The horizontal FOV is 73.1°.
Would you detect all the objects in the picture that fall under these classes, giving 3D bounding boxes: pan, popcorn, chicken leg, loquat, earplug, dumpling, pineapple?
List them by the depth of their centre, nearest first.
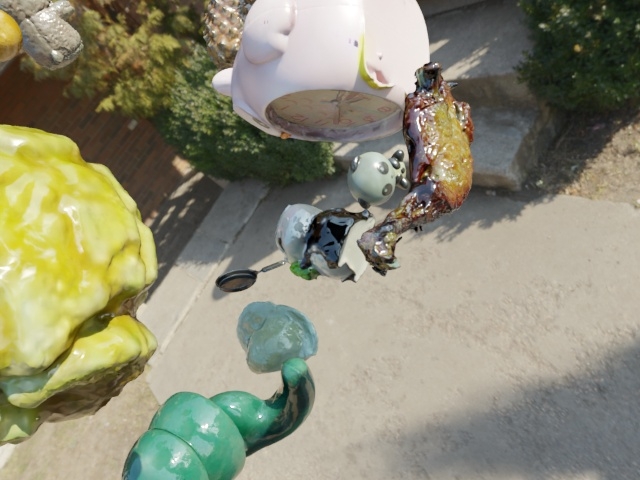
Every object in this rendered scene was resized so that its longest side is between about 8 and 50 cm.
[{"bbox_3d":[-0.282,0.030,0.345,0.282,0.282,0.247,-8,80,42],"label":"popcorn"},{"bbox_3d":[0.104,-0.069,0.427,0.051,0.106,0.253,-14,46,48],"label":"chicken leg"},{"bbox_3d":[-0.149,0.300,0.645,0.257,0.164,0.280,-11,15,37],"label":"earplug"},{"bbox_3d":[-0.218,-0.594,1.072,0.175,0.175,0.361,-15,83,38],"label":"pineapple"},{"bbox_3d":[-0.867,-0.546,1.139,0.141,0.141,0.141,-27,43,28],"label":"loquat"},{"bbox_3d":[-0.222,0.114,1.397,0.235,0.028,0.136,-18,25,-15],"label":"pan"},{"bbox_3d":[-0.151,0.357,1.485,0.320,0.270,0.212,-25,35,6],"label":"dumpling"}]

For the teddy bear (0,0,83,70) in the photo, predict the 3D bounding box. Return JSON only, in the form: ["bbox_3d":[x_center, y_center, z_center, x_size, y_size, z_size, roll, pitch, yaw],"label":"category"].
[{"bbox_3d":[-0.850,-0.648,1.287,0.236,0.267,0.151,-38,28,-5],"label":"teddy bear"}]

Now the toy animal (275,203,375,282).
[{"bbox_3d":[-0.004,0.009,1.171,0.266,0.212,0.213,4,62,32],"label":"toy animal"}]

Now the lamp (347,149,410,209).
[{"bbox_3d":[0.214,-0.235,1.601,0.243,0.198,0.197,-22,27,-28],"label":"lamp"}]

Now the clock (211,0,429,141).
[{"bbox_3d":[0.001,-0.335,0.818,0.376,0.368,0.251,-3,82,46],"label":"clock"}]
